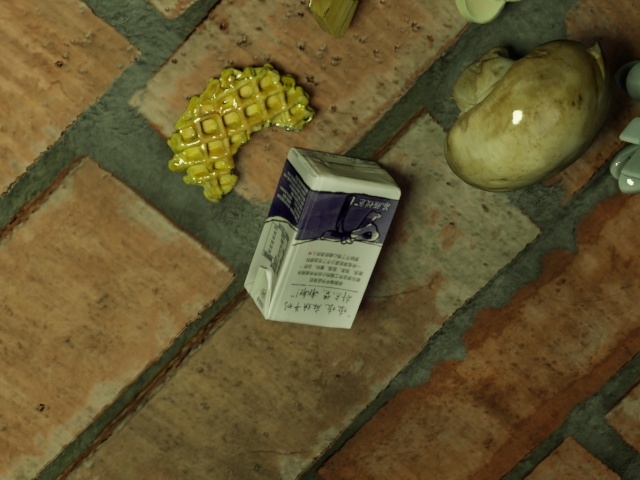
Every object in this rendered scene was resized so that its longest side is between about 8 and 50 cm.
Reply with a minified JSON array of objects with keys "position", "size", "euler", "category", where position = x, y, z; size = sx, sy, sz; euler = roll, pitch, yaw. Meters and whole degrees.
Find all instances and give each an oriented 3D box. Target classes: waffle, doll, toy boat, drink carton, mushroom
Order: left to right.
[{"position":[-0.103,-0.140,1.888],"size":[0.149,0.051,0.194],"euler":[35,99,-33],"category":"waffle"},{"position":[0.001,0.001,1.984],"size":[0.134,0.102,0.222],"euler":[7,114,-29],"category":"drink carton"},{"position":[0.044,-0.353,1.828],"size":[0.072,0.064,0.206],"euler":[1,118,-41],"category":"toy boat"},{"position":[0.278,-0.171,1.958],"size":[0.255,0.184,0.255],"euler":[-34,156,-18],"category":"mushroom"},{"position":[0.499,-0.154,2.109],"size":[0.258,0.153,0.195],"euler":[4,98,-44],"category":"doll"}]

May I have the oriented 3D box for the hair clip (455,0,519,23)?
[{"position":[0.234,-0.383,1.889],"size":[0.159,0.071,0.218],"euler":[23,101,-31],"category":"hair clip"}]
